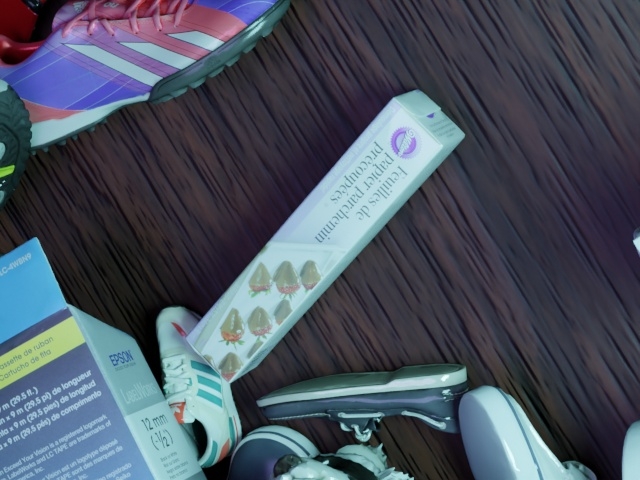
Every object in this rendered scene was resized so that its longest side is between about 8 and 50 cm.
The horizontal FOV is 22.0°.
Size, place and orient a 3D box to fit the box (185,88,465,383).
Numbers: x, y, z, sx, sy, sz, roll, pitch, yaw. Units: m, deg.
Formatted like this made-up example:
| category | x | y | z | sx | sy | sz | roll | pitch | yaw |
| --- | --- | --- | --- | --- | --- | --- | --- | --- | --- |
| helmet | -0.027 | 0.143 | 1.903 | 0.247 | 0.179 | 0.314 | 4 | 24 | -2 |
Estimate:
| category | x | y | z | sx | sy | sz | roll | pitch | yaw |
| --- | --- | --- | --- | --- | --- | --- | --- | --- | --- |
| box | 0.000 | 0.000 | 1.501 | 0.063 | 0.067 | 0.324 | 45 | 117 | 8 |

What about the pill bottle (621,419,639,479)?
| category | x | y | z | sx | sy | sz | roll | pitch | yaw |
| --- | --- | --- | --- | --- | --- | --- | --- | --- | --- |
| pill bottle | 0.418 | 0.188 | 1.293 | 0.334 | 0.188 | 0.188 | -13 | 98 | 26 |

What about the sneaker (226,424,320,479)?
| category | x | y | z | sx | sy | sz | roll | pitch | yaw |
| --- | --- | --- | --- | --- | --- | --- | --- | --- | --- |
| sneaker | -0.039 | 0.344 | 1.572 | 0.126 | 0.127 | 0.321 | -4 | 100 | 26 |

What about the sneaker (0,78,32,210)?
| category | x | y | z | sx | sy | sz | roll | pitch | yaw |
| --- | --- | --- | --- | --- | --- | --- | --- | --- | --- |
| sneaker | -0.404 | -0.042 | 1.587 | 0.147 | 0.145 | 0.385 | 51 | 133 | 9 |

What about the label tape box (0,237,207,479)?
| category | x | y | z | sx | sy | sz | roll | pitch | yaw |
| --- | --- | --- | --- | --- | --- | --- | --- | --- | --- |
| label tape box | -0.263 | 0.203 | 1.540 | 0.249 | 0.115 | 0.348 | -29 | 83 | 16 |

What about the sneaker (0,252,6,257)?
| category | x | y | z | sx | sy | sz | roll | pitch | yaw |
| --- | --- | --- | --- | --- | --- | --- | --- | --- | --- |
| sneaker | -0.347 | 0.151 | 1.674 | 0.130 | 0.109 | 0.286 | 8 | 104 | 28 |

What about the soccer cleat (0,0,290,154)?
| category | x | y | z | sx | sy | sz | roll | pitch | yaw |
| --- | --- | --- | --- | --- | --- | --- | --- | --- | --- |
| soccer cleat | -0.175 | -0.181 | 1.504 | 0.318 | 0.108 | 0.116 | -20 | 107 | 30 |

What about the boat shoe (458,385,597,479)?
| category | x | y | z | sx | sy | sz | roll | pitch | yaw |
| --- | --- | --- | --- | --- | --- | --- | --- | --- | --- |
| boat shoe | 0.211 | 0.238 | 1.452 | 0.267 | 0.088 | 0.096 | 63 | 161 | -3 |

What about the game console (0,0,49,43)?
| category | x | y | z | sx | sy | sz | roll | pitch | yaw |
| --- | --- | --- | --- | --- | --- | --- | --- | --- | --- |
| game console | -0.299 | -0.276 | 1.593 | 0.124 | 0.085 | 0.144 | -44 | 83 | -5 |

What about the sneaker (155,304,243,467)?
| category | x | y | z | sx | sy | sz | roll | pitch | yaw |
| --- | --- | --- | --- | --- | --- | --- | --- | --- | --- |
| sneaker | -0.126 | 0.143 | 1.585 | 0.057 | 0.075 | 0.161 | -14 | 97 | 26 |

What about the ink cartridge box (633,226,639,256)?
| category | x | y | z | sx | sy | sz | roll | pitch | yaw |
| --- | --- | --- | --- | --- | --- | --- | --- | --- | --- |
| ink cartridge box | 0.414 | -0.030 | 1.220 | 0.306 | 0.226 | 0.131 | -27 | 90 | 28 |

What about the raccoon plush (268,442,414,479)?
| category | x | y | z | sx | sy | sz | roll | pitch | yaw |
| --- | --- | --- | --- | --- | --- | --- | --- | --- | --- |
| raccoon plush | 0.062 | 0.389 | 1.445 | 0.216 | 0.299 | 0.446 | -17 | 107 | -15 |

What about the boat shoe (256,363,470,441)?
| category | x | y | z | sx | sy | sz | roll | pitch | yaw |
| --- | --- | --- | --- | --- | --- | --- | --- | --- | --- |
| boat shoe | 0.039 | 0.157 | 1.518 | 0.206 | 0.075 | 0.065 | -8 | 96 | 21 |
